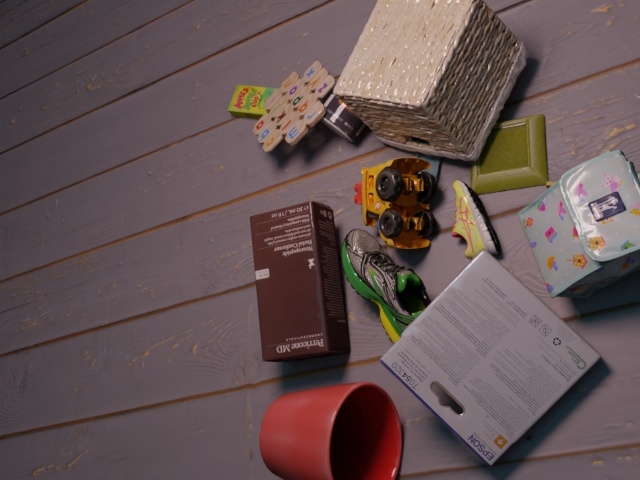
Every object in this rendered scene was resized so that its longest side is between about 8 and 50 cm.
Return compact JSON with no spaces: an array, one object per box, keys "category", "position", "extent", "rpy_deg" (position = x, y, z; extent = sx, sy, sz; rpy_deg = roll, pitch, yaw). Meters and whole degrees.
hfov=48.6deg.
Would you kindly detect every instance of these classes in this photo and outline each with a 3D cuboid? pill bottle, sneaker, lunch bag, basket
[{"category":"pill bottle","position":[0.110,-0.403,1.941],"extent":[0.130,0.130,0.246],"rpy_deg":[39,94,36]},{"category":"sneaker","position":[0.174,0.092,1.683],"extent":[0.343,0.134,0.146],"rpy_deg":[53,143,29]},{"category":"sneaker","position":[0.347,-0.049,1.689],"extent":[0.094,0.081,0.209],"rpy_deg":[-29,63,24]},{"category":"lunch bag","position":[0.560,-0.029,1.453],"extent":[0.262,0.160,0.223],"rpy_deg":[-49,47,50]},{"category":"basket","position":[0.267,-0.413,1.743],"extent":[0.328,0.266,0.331],"rpy_deg":[21,81,45]}]

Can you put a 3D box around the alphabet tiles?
[{"category":"alphabet tiles","position":[-0.076,-0.376,2.003],"extent":[0.278,0.021,0.284],"rpy_deg":[-45,38,11]}]

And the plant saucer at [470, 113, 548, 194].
[{"category":"plant saucer","position":[0.447,-0.216,1.718],"extent":[0.188,0.045,0.188],"rpy_deg":[-8,68,29]}]

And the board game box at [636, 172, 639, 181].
[{"category":"board game box","position":[0.723,-0.077,1.507],"extent":[0.259,0.039,0.124],"rpy_deg":[11,78,31]}]

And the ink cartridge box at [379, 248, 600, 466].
[{"category":"ink cartridge box","position":[0.352,0.244,1.503],"extent":[0.324,0.071,0.330],"rpy_deg":[44,97,8]}]

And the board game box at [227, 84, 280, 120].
[{"category":"board game box","position":[-0.194,-0.424,2.186],"extent":[0.181,0.043,0.092],"rpy_deg":[13,79,34]}]

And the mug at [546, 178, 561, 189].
[{"category":"mug","position":[0.555,-0.113,1.601],"extent":[0.078,0.064,0.062],"rpy_deg":[-19,63,24]}]

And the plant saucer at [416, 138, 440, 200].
[{"category":"plant saucer","position":[0.277,-0.189,1.827],"extent":[0.067,0.018,0.192],"rpy_deg":[2,72,32]}]

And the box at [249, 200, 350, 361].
[{"category":"box","position":[-0.056,0.108,1.800],"extent":[0.191,0.143,0.382],"rpy_deg":[-13,77,24]}]

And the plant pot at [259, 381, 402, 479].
[{"category":"plant pot","position":[0.012,0.451,1.604],"extent":[0.243,0.275,0.275],"rpy_deg":[-5,69,41]}]

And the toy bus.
[{"category":"toy bus","position":[0.168,-0.088,1.779],"extent":[0.211,0.149,0.220],"rpy_deg":[-2,89,51]}]
